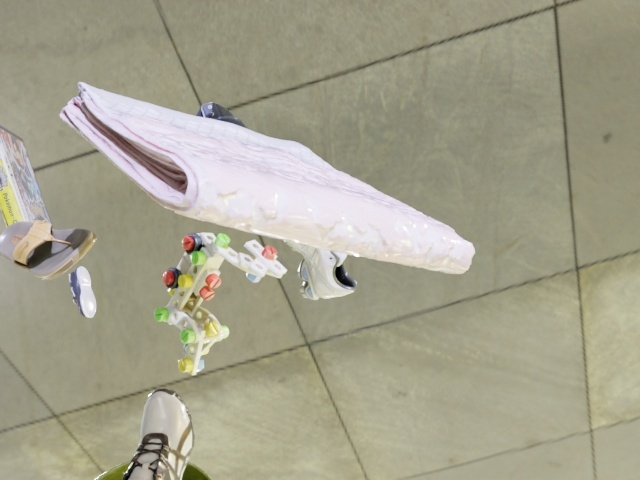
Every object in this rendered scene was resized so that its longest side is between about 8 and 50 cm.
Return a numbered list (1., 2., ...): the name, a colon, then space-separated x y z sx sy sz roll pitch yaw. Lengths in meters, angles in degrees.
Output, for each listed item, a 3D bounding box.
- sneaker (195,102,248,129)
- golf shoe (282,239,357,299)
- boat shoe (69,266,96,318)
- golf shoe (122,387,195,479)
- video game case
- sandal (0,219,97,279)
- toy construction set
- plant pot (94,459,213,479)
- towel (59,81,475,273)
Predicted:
1. sneaker: -0.198 -0.141 1.206 0.226 0.163 0.086 -12 146 -38
2. golf shoe: 0.000 0.000 1.005 0.086 0.069 0.176 0 124 36
3. boat shoe: -0.524 0.118 1.634 0.038 0.125 0.046 -27 155 15
4. golf shoe: -0.215 0.293 0.985 0.077 0.198 0.094 -5 164 9
5. video game case: -0.576 -0.094 1.436 0.035 0.275 0.248 -19 93 -9
6. sandal: -0.336 0.001 0.883 0.180 0.072 0.049 11 148 39
7. toy construction set: -0.234 0.109 1.616 0.328 0.215 0.151 -47 148 13
8. plant pot: -0.261 0.556 1.249 0.274 0.275 0.294 -10 134 0
9. towel: -0.054 -0.064 0.747 0.331 0.317 0.054 11 106 -40
